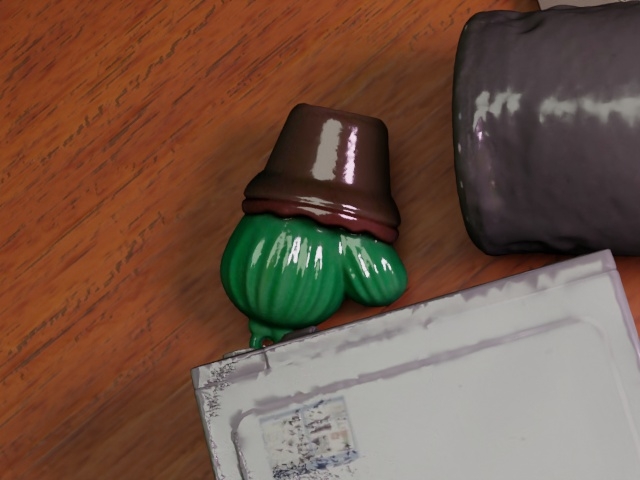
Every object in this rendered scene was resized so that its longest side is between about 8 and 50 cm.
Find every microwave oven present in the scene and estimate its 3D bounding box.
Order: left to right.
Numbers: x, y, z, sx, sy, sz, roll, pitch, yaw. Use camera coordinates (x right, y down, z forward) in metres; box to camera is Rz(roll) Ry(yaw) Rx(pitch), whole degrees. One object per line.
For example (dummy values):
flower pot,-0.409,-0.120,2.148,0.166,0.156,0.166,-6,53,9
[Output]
microwave oven,0.088,0.157,1.096,0.295,0.181,0.237,-16,76,5

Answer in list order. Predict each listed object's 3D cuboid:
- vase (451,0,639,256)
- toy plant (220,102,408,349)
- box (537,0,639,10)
vase,0.247,-0.087,1.114,0.291,0.245,0.245,1,76,15
toy plant,0.000,0.000,1.199,0.143,0.105,0.200,11,95,-2
box,0.236,-0.186,1.239,0.126,0.031,0.091,-18,73,4
